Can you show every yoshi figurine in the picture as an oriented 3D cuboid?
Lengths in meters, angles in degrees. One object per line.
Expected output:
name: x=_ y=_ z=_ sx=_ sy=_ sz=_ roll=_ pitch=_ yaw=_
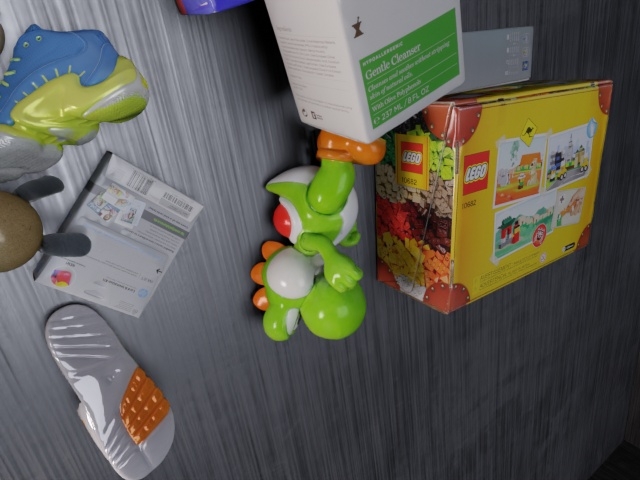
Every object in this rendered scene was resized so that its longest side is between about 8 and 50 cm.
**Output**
yoshi figurine: x=0.026 y=0.008 z=0.754 sx=0.203 sy=0.203 sz=0.363 roll=11 pitch=101 yaw=-45

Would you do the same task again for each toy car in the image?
toy car: x=-0.358 y=-0.003 z=0.490 sx=0.188 sy=0.148 sz=0.155 roll=-27 pitch=95 yaw=-39

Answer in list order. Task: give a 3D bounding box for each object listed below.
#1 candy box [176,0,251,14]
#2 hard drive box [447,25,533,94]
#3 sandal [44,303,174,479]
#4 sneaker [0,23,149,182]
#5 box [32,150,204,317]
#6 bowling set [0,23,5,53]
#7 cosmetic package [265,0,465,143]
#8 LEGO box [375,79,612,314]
candy box: x=-0.071 y=-0.465 z=0.569 sx=0.317 sy=0.122 sz=0.268 roll=-33 pitch=124 yaw=-25
hard drive box: x=0.219 y=-0.309 z=0.796 sx=0.232 sy=0.181 sz=0.089 roll=-20 pitch=116 yaw=-31
sandal: x=-0.302 y=0.210 z=0.658 sx=0.102 sy=0.076 sz=0.266 roll=-32 pitch=101 yaw=-41
sneaker: x=-0.325 y=-0.160 z=0.523 sx=0.240 sy=0.091 sz=0.126 roll=-28 pitch=87 yaw=-11
box: x=-0.268 y=-0.004 z=0.628 sx=0.145 sy=0.038 sz=0.186 roll=32 pitch=84 yaw=-38
bowling set: x=-0.363 y=-0.333 z=0.409 sx=0.199 sy=0.154 sz=0.287 roll=25 pitch=91 yaw=-20
cosmetic package: x=0.037 y=-0.328 z=0.530 sx=0.196 sy=0.155 sz=0.366 roll=-36 pitch=132 yaw=-20
LEGO box: x=0.361 y=-0.122 z=0.952 sx=0.499 sy=0.193 sz=0.373 roll=-16 pitch=114 yaw=-31
